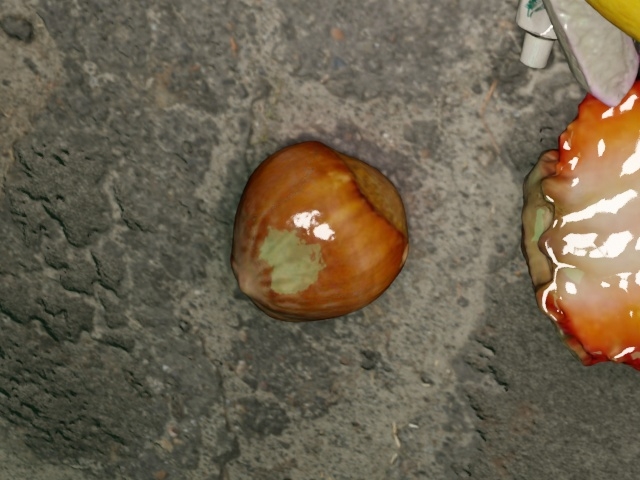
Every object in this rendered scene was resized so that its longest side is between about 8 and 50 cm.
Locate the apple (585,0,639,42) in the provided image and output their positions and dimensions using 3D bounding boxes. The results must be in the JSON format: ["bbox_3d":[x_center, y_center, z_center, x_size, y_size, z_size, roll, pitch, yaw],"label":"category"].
[{"bbox_3d":[0.309,-0.293,1.336,0.374,0.374,0.384,37,144,-5],"label":"apple"}]

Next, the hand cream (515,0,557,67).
[{"bbox_3d":[0.205,-0.256,1.671,0.084,0.050,0.257,15,131,12],"label":"hand cream"}]

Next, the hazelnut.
[{"bbox_3d":[0.000,0.000,1.921,0.182,0.182,0.182,16,134,17],"label":"hazelnut"}]

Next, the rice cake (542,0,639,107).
[{"bbox_3d":[0.184,-0.267,1.577,0.064,0.070,0.399,-25,130,2],"label":"rice cake"}]

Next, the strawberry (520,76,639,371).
[{"bbox_3d":[0.344,-0.012,1.729,0.336,0.149,0.265,-11,78,18],"label":"strawberry"}]
